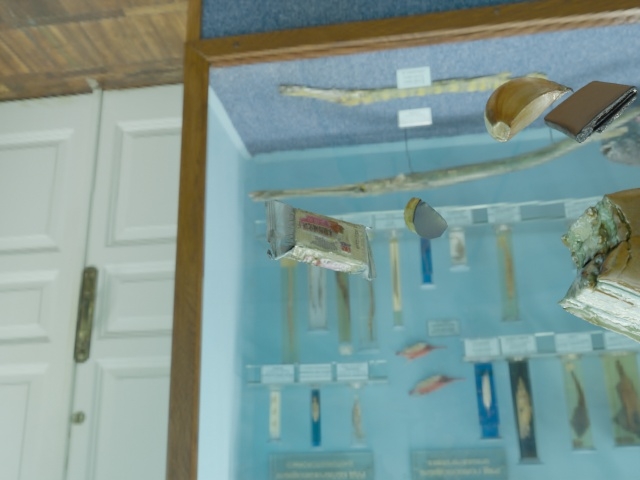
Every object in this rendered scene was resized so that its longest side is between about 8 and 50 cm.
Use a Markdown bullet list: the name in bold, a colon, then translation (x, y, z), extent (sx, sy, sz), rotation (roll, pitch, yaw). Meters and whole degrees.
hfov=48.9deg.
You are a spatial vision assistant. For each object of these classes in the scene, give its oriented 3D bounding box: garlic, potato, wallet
- **garlic**: translation (0.460, -0.317, 1.635), extent (0.206, 0.115, 0.128), rotation (-34, 173, -3)
- **potato**: translation (0.224, -0.047, 1.603), extent (0.096, 0.066, 0.103), rotation (44, 176, -13)
- **wallet**: translation (0.671, -0.329, 1.763), extent (0.182, 0.229, 0.049), rotation (-41, 108, 9)

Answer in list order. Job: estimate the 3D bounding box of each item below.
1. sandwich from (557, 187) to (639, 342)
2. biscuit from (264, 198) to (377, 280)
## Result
- **sandwich**: translation (0.420, -0.003, 0.883), extent (0.198, 0.227, 0.155), rotation (23, 160, 3)
- **biscuit**: translation (0.000, 0.004, 1.831), extent (0.309, 0.186, 0.079), rotation (16, 139, -24)
